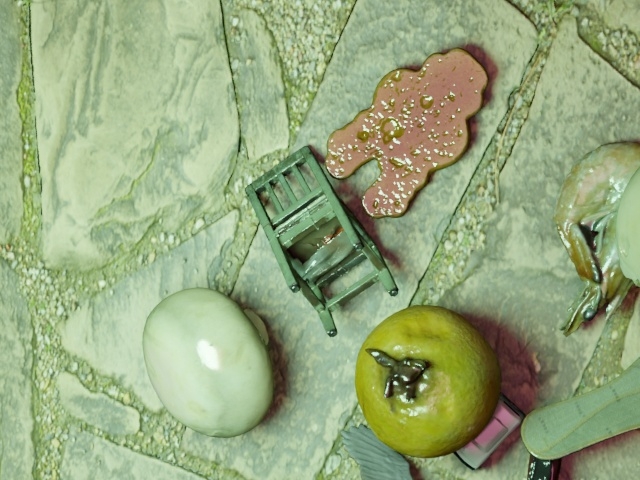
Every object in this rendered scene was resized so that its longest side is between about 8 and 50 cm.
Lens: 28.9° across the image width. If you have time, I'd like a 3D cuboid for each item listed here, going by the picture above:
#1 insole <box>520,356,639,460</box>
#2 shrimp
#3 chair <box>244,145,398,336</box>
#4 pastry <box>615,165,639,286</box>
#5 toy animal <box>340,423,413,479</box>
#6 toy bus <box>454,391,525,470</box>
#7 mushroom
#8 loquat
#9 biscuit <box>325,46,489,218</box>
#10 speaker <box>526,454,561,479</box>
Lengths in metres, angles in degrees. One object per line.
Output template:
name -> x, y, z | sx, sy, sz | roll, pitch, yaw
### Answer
insole -> 0.468, 0.239, 1.883 | 0.348, 0.009, 0.119 | -23, 56, 1
shrimp -> 0.425, -0.005, 1.908 | 0.168, 0.077, 0.317 | 26, 89, 18
chair -> 0.000, 0.000, 1.965 | 0.136, 0.147, 0.270 | -35, 41, 6
pastry -> 0.545, -0.027, 1.807 | 0.264, 0.133, 0.265 | -6, 101, -31
toy animal -> 0.067, 0.404, 1.829 | 0.302, 0.284, 0.225 | 5, 88, 42
toy bus -> 0.258, 0.302, 1.930 | 0.060, 0.075, 0.123 | 43, 97, 8
mushroom -> -0.166, 0.182, 1.953 | 0.246, 0.202, 0.246 | 25, 132, 32
loquat -> 0.157, 0.212, 1.867 | 0.243, 0.244, 0.244 | 0, 90, 10
biscuit -> 0.146, -0.177, 1.970 | 0.295, 0.044, 0.186 | -42, 87, 8
speaker -> 0.386, 0.417, 1.861 | 0.329, 0.198, 0.259 | 10, 105, 18
